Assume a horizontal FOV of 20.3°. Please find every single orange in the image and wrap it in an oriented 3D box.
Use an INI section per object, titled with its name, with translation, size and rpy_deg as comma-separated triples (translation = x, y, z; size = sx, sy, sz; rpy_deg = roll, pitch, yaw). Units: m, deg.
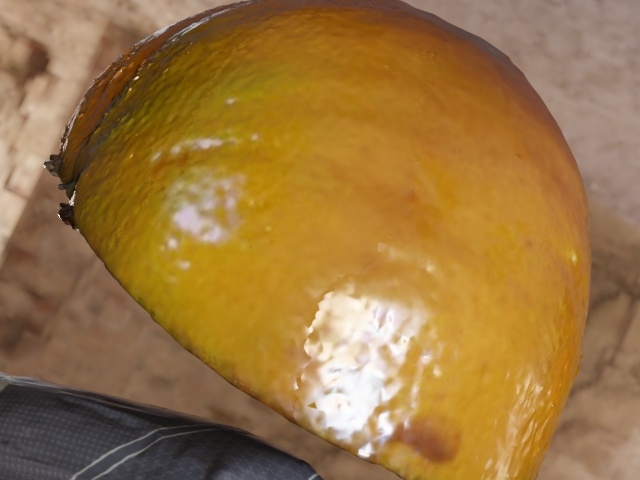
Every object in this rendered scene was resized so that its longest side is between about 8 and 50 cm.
[orange]
translation = 0.004, 0.000, 0.871
size = 0.274, 0.310, 0.274
rpy_deg = 6, 138, 5

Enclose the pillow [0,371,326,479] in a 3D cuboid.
[pillow]
translation = -0.112, 0.116, 0.794
size = 0.335, 0.092, 0.161
rpy_deg = 10, 161, 21
